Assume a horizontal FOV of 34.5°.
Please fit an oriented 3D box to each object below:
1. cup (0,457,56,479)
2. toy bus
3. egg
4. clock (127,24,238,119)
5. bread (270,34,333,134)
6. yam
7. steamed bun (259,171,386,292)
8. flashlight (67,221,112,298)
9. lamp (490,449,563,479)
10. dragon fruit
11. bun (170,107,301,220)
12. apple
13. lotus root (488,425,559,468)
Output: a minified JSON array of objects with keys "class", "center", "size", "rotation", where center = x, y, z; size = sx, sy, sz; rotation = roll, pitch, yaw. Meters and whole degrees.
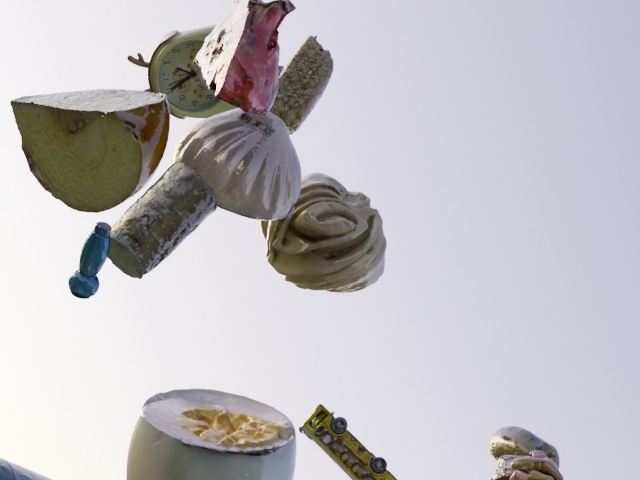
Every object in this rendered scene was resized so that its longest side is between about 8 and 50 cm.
[{"class":"cup","center":[-0.586,0.477,1.728],"size":[0.289,0.219,0.257],"rotation":[-12,-36,33]},{"class":"toy bus","center":[0.062,0.404,1.920],"size":[0.226,0.074,0.081],"rotation":[44,-11,12]},{"class":"egg","center":[-0.242,0.526,2.182],"size":[0.354,0.354,0.340],"rotation":[22,-75,43]},{"class":"clock","center":[-0.330,-0.424,2.595],"size":[0.096,0.307,0.235],"rotation":[-126,-149,-60]},{"class":"bread","center":[-0.046,-0.327,2.207],"size":[0.102,0.196,0.138],"rotation":[36,-10,-3]},{"class":"yam","center":[-0.269,-0.029,1.704],"size":[0.107,0.194,0.107],"rotation":[41,-14,12]},{"class":"steamed bun","center":[0.003,-0.001,2.352],"size":[0.203,0.275,0.289],"rotation":[-60,128,-72]},{"class":"flashlight","center":[-0.357,0.033,1.612],"size":[0.051,0.051,0.129],"rotation":[35,-68,24]},{"class":"lamp","center":[0.298,0.374,1.499],"size":[0.118,0.118,0.253],"rotation":[42,7,8]},{"class":"dragon fruit","center":[-0.111,-0.332,1.780],"size":[0.134,0.212,0.262],"rotation":[18,20,-21]},{"class":"bun","center":[-0.138,-0.172,1.972],"size":[0.263,0.263,0.175],"rotation":[36,-66,22]},{"class":"apple","center":[-0.418,-0.191,1.910],"size":[0.346,0.254,0.179],"rotation":[9,-28,34]},{"class":"lotus root","center":[0.379,0.403,1.962],"size":[0.113,0.088,0.192],"rotation":[24,-6,-16]}]
